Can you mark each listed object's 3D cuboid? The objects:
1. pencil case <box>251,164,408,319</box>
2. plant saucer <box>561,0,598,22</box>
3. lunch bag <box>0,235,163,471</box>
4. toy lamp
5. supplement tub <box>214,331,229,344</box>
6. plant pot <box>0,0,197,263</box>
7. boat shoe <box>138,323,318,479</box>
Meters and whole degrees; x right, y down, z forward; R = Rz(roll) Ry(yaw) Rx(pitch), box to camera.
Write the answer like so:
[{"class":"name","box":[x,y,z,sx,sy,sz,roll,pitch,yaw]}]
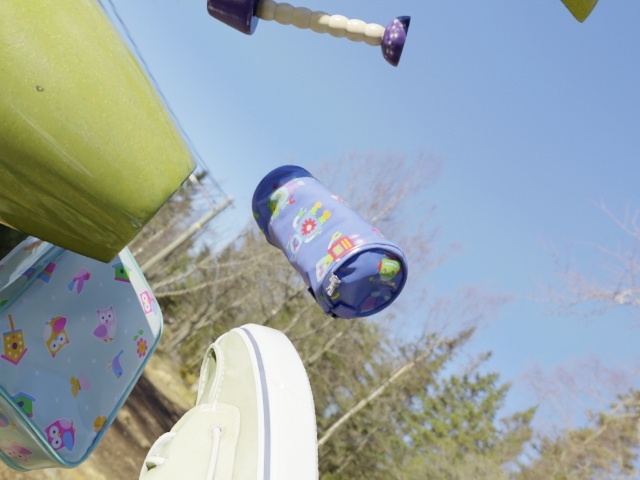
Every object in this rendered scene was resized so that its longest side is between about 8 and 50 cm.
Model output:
[{"class":"pencil case","box":[0.000,0.000,0.967,0.119,0.133,0.306,37,6,-36]},{"class":"plant saucer","box":[0.413,-0.475,1.059,0.188,0.188,0.045,36,-11,-27]},{"class":"lunch bag","box":[-0.308,0.122,0.801,0.108,0.279,0.224,-8,-59,23]},{"class":"toy lamp","box":[-0.019,-0.303,0.935,0.274,0.080,0.080,15,-16,1]},{"class":"supplement tub","box":[-0.103,0.180,0.912,0.071,0.071,0.107,67,1,-50]},{"class":"plant pot","box":[-0.272,-0.124,0.654,0.293,0.275,0.275,42,-10,-13]},{"class":"boat shoe","box":[-0.058,0.149,0.388,0.094,0.109,0.302,14,28,-16]}]
